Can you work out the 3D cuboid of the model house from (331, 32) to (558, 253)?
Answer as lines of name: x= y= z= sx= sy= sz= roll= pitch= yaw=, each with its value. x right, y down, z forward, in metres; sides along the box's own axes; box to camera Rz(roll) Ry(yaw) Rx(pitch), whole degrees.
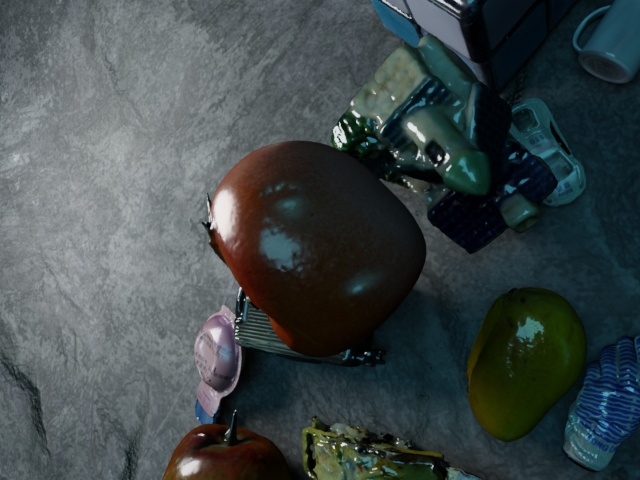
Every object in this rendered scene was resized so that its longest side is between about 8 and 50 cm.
model house: x=0.216 y=-0.126 z=0.807 sx=0.243 sy=0.298 sz=0.284 roll=-49 pitch=57 yaw=25

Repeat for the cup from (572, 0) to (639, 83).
cup: x=0.512 y=-0.348 z=0.857 sx=0.099 sy=0.136 sz=0.133 roll=30 pitch=98 yaw=-9

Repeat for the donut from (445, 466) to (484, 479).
donut: x=0.297 y=0.516 z=0.819 sx=0.151 sy=0.112 sz=0.295 roll=-8 pitch=81 yaw=21

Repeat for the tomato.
tomato: x=0.000 y=0.000 z=0.774 sx=0.273 sy=0.341 sz=0.341 roll=-30 pitch=70 yaw=0

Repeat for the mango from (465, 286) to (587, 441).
mango: x=0.333 y=0.205 z=0.836 sx=0.167 sy=0.130 sz=0.262 roll=28 pitch=101 yaw=21

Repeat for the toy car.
toy car: x=0.395 y=-0.158 z=0.895 sx=0.095 sy=0.056 sz=0.205 roll=-27 pitch=71 yaw=19

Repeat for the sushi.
sushi: x=0.089 y=0.422 z=0.923 sx=0.291 sy=0.131 sz=0.139 roll=4 pitch=95 yaw=25

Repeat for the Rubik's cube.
Rubik's cube: x=0.267 y=-0.496 z=0.858 sx=0.316 sy=0.318 sz=0.313 roll=45 pitch=101 yaw=22

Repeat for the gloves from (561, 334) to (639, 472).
gloves: x=0.464 y=0.255 z=0.793 sx=0.119 sy=0.097 sz=0.229 roll=22 pitch=88 yaw=-4

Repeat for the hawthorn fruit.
hawthorn fruit: x=-0.182 y=0.479 z=0.965 sx=0.268 sy=0.268 sz=0.301 roll=-3 pitch=77 yaw=25

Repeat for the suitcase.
suitcase: x=-0.018 y=0.141 z=1.005 sx=0.312 sy=0.128 sz=0.202 roll=5 pitch=82 yaw=23

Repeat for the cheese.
cheese: x=-0.232 y=0.284 z=1.106 sx=0.189 sy=0.074 sz=0.286 roll=26 pitch=107 yaw=49
